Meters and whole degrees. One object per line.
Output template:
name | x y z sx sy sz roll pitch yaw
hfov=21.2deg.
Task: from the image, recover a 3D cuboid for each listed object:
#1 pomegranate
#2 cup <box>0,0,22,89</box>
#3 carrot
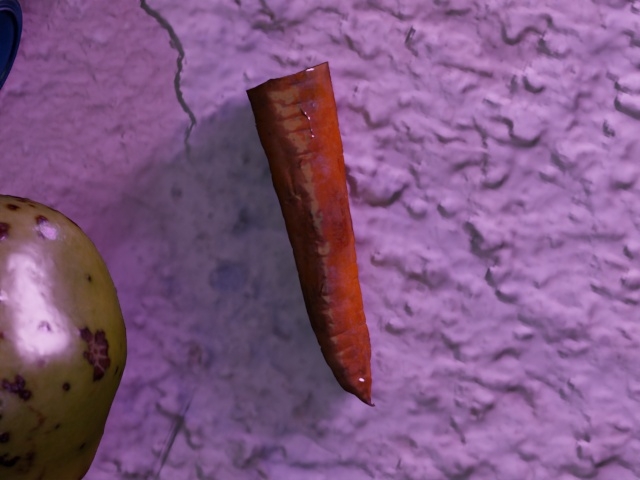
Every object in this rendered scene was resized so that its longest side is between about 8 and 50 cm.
pomegranate | -0.248 0.079 1.077 0.247 0.214 0.214 -7 91 -21
cup | -0.284 -0.137 1.159 0.138 0.150 0.113 28 65 11
carrot | 0.000 0.000 1.107 0.057 0.057 0.224 -10 94 16
